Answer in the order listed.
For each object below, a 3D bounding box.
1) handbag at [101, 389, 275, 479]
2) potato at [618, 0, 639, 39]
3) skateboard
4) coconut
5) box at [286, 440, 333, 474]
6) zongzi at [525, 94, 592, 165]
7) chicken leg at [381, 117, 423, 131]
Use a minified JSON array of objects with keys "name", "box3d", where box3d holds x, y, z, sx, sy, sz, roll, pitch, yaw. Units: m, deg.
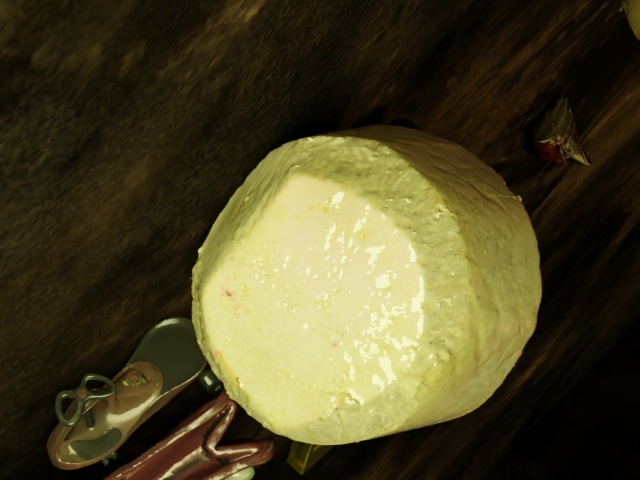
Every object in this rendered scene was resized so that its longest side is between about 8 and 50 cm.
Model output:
[{"name":"handbag","box3d":[-0.135,0.201,1.421,0.216,0.074,0.203,-35,176,-8]},{"name":"potato","box3d":[0.397,-0.305,1.782,0.243,0.098,0.138,-35,157,-24]},{"name":"skateboard","box3d":[-0.146,0.114,1.351,0.151,0.067,0.080,-39,154,-21]},{"name":"coconut","box3d":[0.042,0.031,1.335,0.239,0.239,0.244,-54,164,19]},{"name":"box","box3d":[0.041,0.185,2.118,0.193,0.030,0.121,-42,164,-28]},{"name":"zongzi","box3d":[0.267,-0.106,1.956,0.083,0.073,0.067,100,15,-65]},{"name":"chicken leg","box3d":[0.000,0.000,1.496,0.253,0.051,0.106,-51,159,10]}]
